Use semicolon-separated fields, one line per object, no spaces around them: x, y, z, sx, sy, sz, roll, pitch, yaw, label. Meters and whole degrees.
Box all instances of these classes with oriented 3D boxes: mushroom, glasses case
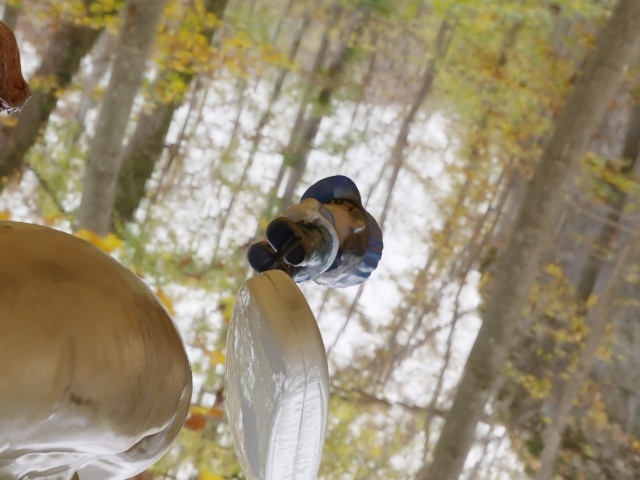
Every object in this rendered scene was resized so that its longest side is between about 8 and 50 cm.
-0.195;0.143;0.703;0.292;0.292;0.290;-3;-113;-46;mushroom
-0.032;0.111;0.884;0.059;0.233;0.092;-16;-125;-18;glasses case

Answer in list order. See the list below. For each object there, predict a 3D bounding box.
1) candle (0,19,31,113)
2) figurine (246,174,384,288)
-0.194;-0.062;0.483;0.162;0.048;0.053;-5;-125;11;candle
0.000;0.000;0.996;0.087;0.086;0.149;40;-162;10;figurine
